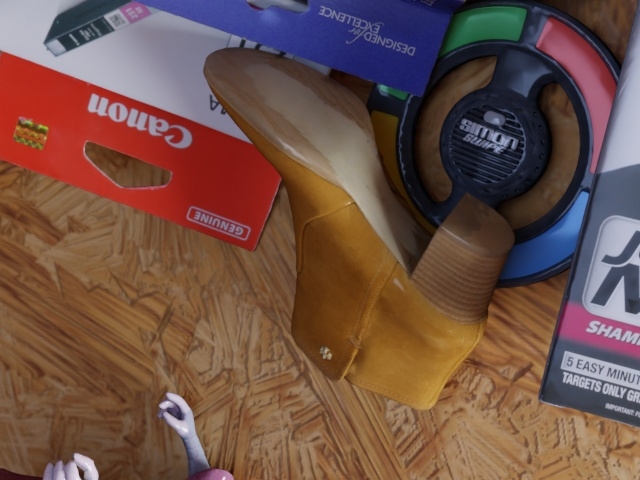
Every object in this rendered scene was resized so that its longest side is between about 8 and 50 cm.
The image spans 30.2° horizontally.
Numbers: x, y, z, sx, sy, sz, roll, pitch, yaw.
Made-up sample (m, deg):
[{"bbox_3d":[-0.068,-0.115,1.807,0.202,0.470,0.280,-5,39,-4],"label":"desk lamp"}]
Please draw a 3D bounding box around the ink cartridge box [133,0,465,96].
[{"bbox_3d":[-0.013,-0.290,0.865,0.304,0.072,0.307,18,105,-3],"label":"ink cartridge box"}]

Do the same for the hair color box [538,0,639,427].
[{"bbox_3d":[0.285,-0.053,0.805,0.185,0.113,0.374,14,100,13],"label":"hair color box"}]

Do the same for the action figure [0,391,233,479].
[{"bbox_3d":[-0.190,0.284,1.025,0.370,0.248,0.275,-1,94,31],"label":"action figure"}]

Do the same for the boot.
[{"bbox_3d":[0.001,0.000,0.949,0.295,0.104,0.211,37,134,14],"label":"boot"}]

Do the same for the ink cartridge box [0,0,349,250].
[{"bbox_3d":[-0.144,-0.128,0.994,0.275,0.060,0.238,20,111,-5],"label":"ink cartridge box"}]

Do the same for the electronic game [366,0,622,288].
[{"bbox_3d":[0.137,-0.076,0.937,0.229,0.048,0.229,2,94,28],"label":"electronic game"}]
